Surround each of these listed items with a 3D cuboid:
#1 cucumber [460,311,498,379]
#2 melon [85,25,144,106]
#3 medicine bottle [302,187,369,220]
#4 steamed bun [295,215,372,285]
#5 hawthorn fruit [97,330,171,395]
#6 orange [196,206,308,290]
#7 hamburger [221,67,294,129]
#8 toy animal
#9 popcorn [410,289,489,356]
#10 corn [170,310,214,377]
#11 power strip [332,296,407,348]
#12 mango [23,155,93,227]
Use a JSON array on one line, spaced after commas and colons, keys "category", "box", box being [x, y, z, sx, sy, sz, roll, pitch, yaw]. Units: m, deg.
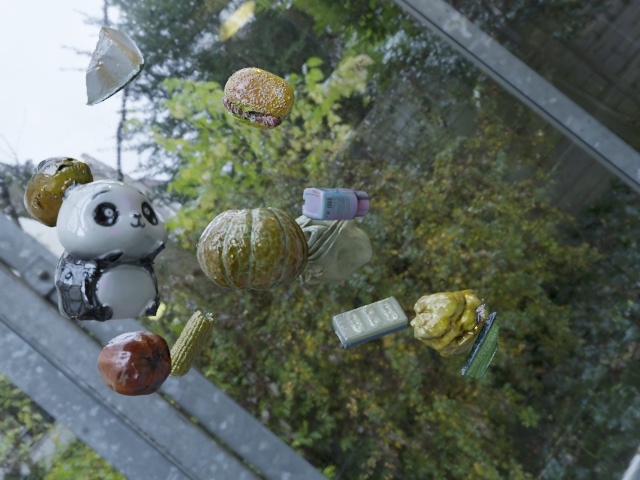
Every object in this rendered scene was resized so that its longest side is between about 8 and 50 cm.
[{"category": "cucumber", "box": [0.449, 0.300, 1.845, 0.220, 0.070, 0.046, -54, 19, -24]}, {"category": "melon", "box": [-0.452, -0.385, 1.476, 0.093, 0.139, 0.202, 41, -114, -61]}, {"category": "medicine bottle", "box": [0.051, -0.111, 2.037, 0.119, 0.188, 0.094, 17, 106, 57]}, {"category": "steamed bun", "box": [-0.003, 0.002, 2.229, 0.276, 0.203, 0.289, -35, 33, -12]}, {"category": "hawthorn fruit", "box": [-0.460, 0.308, 1.655, 0.179, 0.173, 0.173, -20, -1, 5]}, {"category": "orange", "box": [-0.201, 0.025, 1.978, 0.329, 0.329, 0.249, 93, 176, -85]}, {"category": "hamburger", "box": [-0.182, -0.419, 1.987, 0.116, 0.210, 0.173, 46, -113, -78]}, {"category": "toy animal", "box": [-0.482, 0.019, 1.505, 0.251, 0.251, 0.310, -6, -81, -86]}, {"category": "popcorn", "box": [0.371, 0.239, 1.922, 0.254, 0.190, 0.191, -8, -1, -18]}, {"category": "corn", "box": [-0.382, 0.304, 1.947, 0.238, 0.080, 0.080, -59, -6, 17]}, {"category": "power strip", "box": [0.083, 0.140, 1.140, 0.123, 0.056, 0.032, -17, -41, -15]}, {"category": "mango", "box": [-0.637, -0.121, 1.649, 0.156, 0.151, 0.249, -35, -3, -46]}]
